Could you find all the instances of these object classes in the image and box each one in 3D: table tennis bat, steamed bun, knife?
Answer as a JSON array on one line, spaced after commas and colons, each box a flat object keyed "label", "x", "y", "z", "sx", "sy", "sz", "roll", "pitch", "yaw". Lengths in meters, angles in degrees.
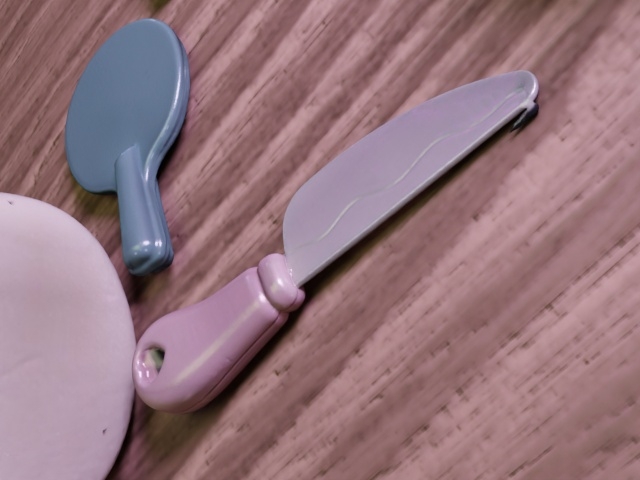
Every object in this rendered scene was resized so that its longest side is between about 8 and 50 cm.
[{"label": "table tennis bat", "x": -0.153, "y": -0.078, "z": 0.689, "sx": 0.149, "sy": 0.038, "sz": 0.237, "roll": -34, "pitch": 55, "yaw": 26}, {"label": "steamed bun", "x": -0.233, "y": 0.098, "z": 0.619, "sx": 0.146, "sy": 0.164, "sz": 0.241, "roll": -16, "pitch": 70, "yaw": 36}, {"label": "knife", "x": -0.001, "y": -0.002, "z": 0.555, "sx": 0.336, "sy": 0.043, "sz": 0.081, "roll": -40, "pitch": 50, "yaw": 16}]
